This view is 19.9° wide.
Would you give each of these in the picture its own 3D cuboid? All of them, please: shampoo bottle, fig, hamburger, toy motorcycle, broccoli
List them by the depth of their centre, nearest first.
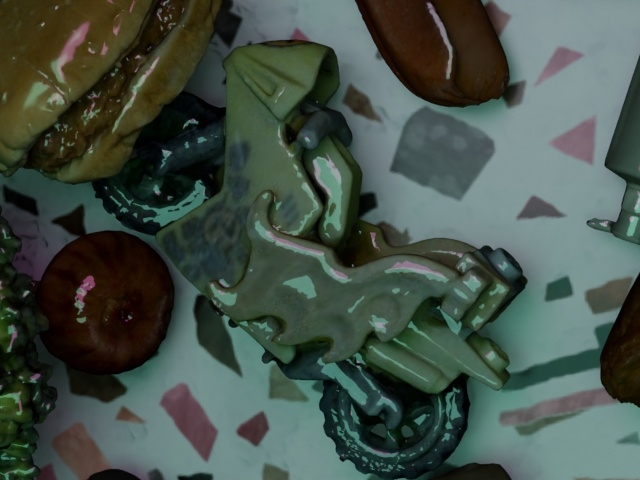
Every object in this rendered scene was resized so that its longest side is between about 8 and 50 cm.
[{"bbox_3d":[0.295,-0.123,1.487,0.085,0.085,0.262,19,95,13],"label":"shampoo bottle"},{"bbox_3d":[0.000,0.000,1.524,0.237,0.169,0.410,-44,85,16],"label":"toy motorcycle"},{"bbox_3d":[-0.222,-0.170,1.525,0.144,0.283,0.259,35,75,-29],"label":"hamburger"},{"bbox_3d":[-0.340,0.097,1.536,0.324,0.334,0.272,42,66,-16],"label":"broccoli"},{"bbox_3d":[-0.199,0.062,1.598,0.150,0.128,0.128,-37,80,40],"label":"fig"}]

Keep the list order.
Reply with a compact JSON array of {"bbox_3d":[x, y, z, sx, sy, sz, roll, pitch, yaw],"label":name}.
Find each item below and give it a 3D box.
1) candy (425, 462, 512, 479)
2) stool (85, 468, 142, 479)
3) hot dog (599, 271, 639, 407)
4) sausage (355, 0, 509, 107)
[{"bbox_3d":[0.138,0.303,1.509,0.104,0.102,0.234,-16,84,-1],"label":"candy"},{"bbox_3d":[-0.141,0.277,1.577,0.217,0.125,0.121,20,96,23],"label":"stool"},{"bbox_3d":[0.307,0.042,1.456,0.099,0.160,0.227,37,106,37],"label":"hot dog"},{"bbox_3d":[0.058,-0.256,1.542,0.102,0.102,0.330,-27,83,12],"label":"sausage"}]
